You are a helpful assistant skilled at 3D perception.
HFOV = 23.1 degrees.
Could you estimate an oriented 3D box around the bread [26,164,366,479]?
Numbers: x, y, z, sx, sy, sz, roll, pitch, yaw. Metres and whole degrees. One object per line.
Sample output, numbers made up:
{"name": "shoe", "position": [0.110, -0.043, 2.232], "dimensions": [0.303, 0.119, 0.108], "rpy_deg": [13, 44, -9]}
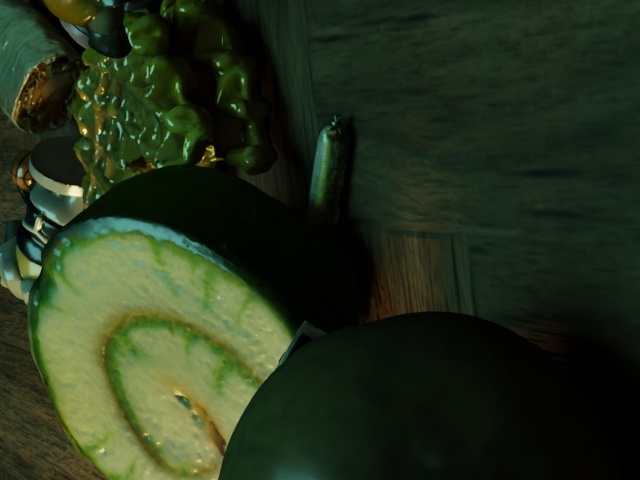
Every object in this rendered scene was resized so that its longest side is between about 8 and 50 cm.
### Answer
{"name": "bread", "position": [-0.107, 0.109, 1.517], "dimensions": [0.382, 0.129, 0.366], "rpy_deg": [-15, 109, 39]}

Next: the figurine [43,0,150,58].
{"name": "figurine", "position": [-0.178, -0.313, 1.502], "dimensions": [0.167, 0.257, 0.192], "rpy_deg": [20, 142, 28]}

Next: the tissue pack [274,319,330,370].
{"name": "tissue pack", "position": [0.032, 0.154, 1.324], "dimensions": [0.170, 0.090, 0.103], "rpy_deg": [31, 138, 2]}

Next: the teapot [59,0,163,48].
{"name": "teapot", "position": [-0.228, -0.280, 1.751], "dimensions": [0.146, 0.116, 0.148], "rpy_deg": [-62, -1, 34]}

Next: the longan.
{"name": "longan", "position": [0.073, 0.211, 1.117], "dimensions": [0.319, 0.319, 0.319], "rpy_deg": [32, 127, 57]}

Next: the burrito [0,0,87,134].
{"name": "burrito", "position": [-0.405, -0.244, 2.149], "dimensions": [0.299, 0.105, 0.143], "rpy_deg": [46, 134, 52]}

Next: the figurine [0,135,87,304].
{"name": "figurine", "position": [-0.346, -0.013, 2.056], "dimensions": [0.176, 0.133, 0.236], "rpy_deg": [37, 129, 31]}

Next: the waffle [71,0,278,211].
{"name": "waffle", "position": [-0.161, -0.096, 1.656], "dimensions": [0.324, 0.151, 0.261], "rpy_deg": [-62, 41, 46]}

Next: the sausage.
{"name": "sausage", "position": [0.000, 0.000, 1.492], "dimensions": [0.033, 0.033, 0.269], "rpy_deg": [48, 140, 48]}

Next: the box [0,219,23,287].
{"name": "box", "position": [-0.391, 0.017, 2.201], "dimensions": [0.084, 0.122, 0.069], "rpy_deg": [114, 150, -47]}
